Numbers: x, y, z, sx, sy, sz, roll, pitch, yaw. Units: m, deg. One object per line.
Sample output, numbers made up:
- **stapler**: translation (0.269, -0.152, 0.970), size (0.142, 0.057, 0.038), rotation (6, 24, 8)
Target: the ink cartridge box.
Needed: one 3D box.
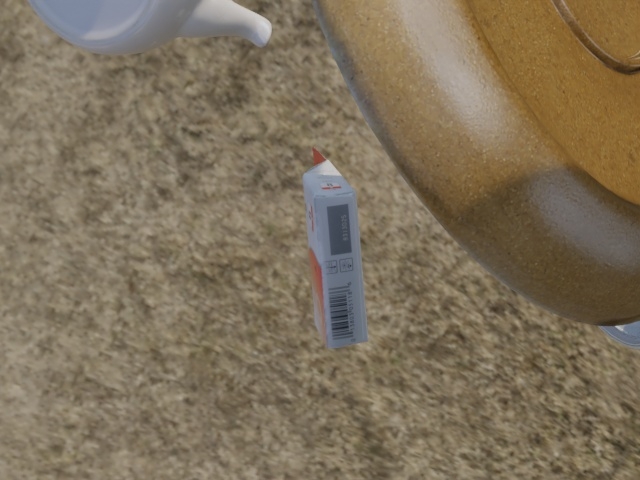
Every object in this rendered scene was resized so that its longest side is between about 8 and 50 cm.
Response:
- **ink cartridge box**: translation (0.000, 0.000, 1.041), size (0.045, 0.145, 0.179), rotation (-9, 19, -12)

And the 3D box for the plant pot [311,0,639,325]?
- **plant pot**: translation (0.084, -0.089, 0.381), size (0.032, 0.236, 0.236), rotation (-23, 58, 41)

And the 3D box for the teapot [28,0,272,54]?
- **teapot**: translation (-0.200, -0.330, 1.204), size (0.252, 0.187, 0.256), rotation (6, 110, 29)

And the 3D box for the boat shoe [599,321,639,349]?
- **boat shoe**: translation (0.375, 0.053, 1.514), size (0.079, 0.081, 0.227), rotation (-41, 60, 13)
